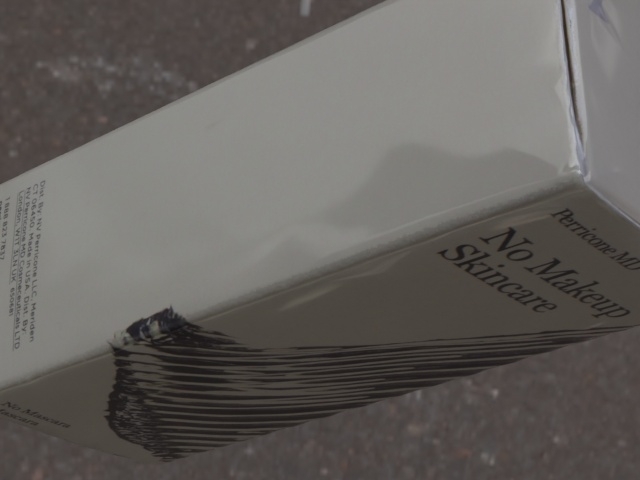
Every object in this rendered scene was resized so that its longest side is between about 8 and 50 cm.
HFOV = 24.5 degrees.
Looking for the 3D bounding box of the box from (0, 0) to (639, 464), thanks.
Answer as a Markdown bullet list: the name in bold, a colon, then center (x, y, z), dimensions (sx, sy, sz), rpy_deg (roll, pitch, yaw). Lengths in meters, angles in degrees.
- **box**: center (0.000, 0.000, 0.529), dimensions (0.113, 0.275, 0.094), rpy_deg (27, 53, -43)
